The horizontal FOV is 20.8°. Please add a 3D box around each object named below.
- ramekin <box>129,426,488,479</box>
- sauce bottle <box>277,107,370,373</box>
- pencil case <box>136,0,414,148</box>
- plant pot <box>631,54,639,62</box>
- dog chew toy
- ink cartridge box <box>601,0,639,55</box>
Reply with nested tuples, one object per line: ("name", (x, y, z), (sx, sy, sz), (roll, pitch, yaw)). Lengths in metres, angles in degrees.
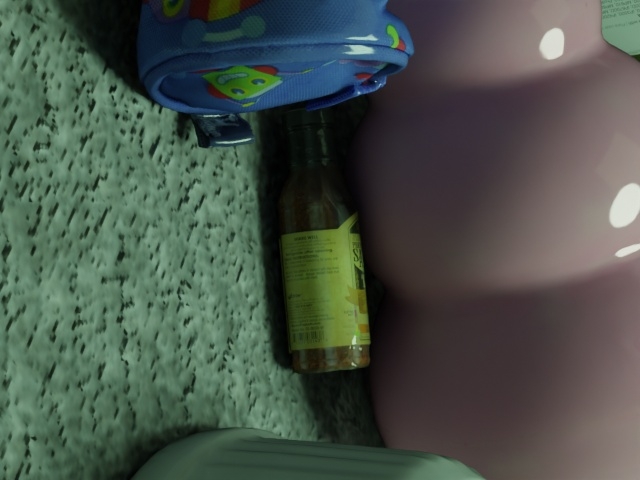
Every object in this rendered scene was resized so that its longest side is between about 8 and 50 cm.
("ramekin", (0.013, 0.208, 0.711), (0.273, 0.127, 0.273), (-7, 90, -66))
("sauce bottle", (0.000, 0.000, 0.845), (0.042, 0.042, 0.128), (0, 85, -66))
("pencil case", (-0.023, -0.200, 0.752), (0.133, 0.119, 0.306), (9, 75, -55))
("plant pot", (0.315, -0.134, 1.374), (0.276, 0.276, 0.254), (45, 56, -54))
("dog chew toy", (0.103, -0.013, 0.893), (0.206, 0.206, 0.332), (-40, 115, -62))
("ink cartridge box", (0.182, -0.228, 1.215), (0.128, 0.127, 0.176), (-64, 140, -52))
